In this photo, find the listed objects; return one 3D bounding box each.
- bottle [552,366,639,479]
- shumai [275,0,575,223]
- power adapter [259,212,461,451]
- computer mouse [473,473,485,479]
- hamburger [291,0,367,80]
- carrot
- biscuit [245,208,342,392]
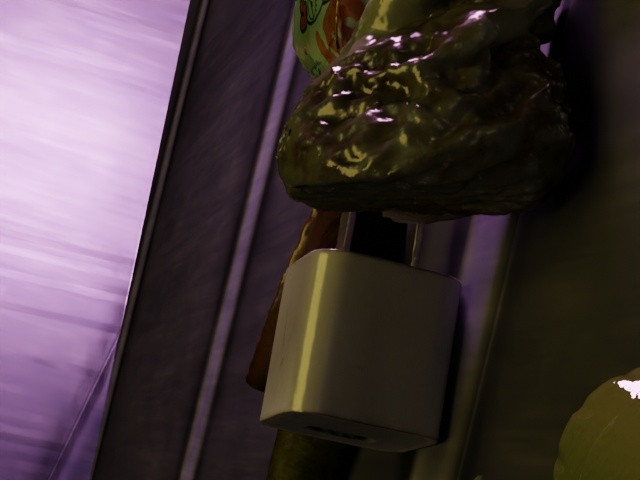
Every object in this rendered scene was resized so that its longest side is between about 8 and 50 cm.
[{"bbox_3d":[0.185,0.134,0.659,0.260,0.112,0.112,-134,59,-74],"label":"bottle"},{"bbox_3d":[0.079,-0.121,1.173,0.256,0.189,0.218,-3,73,64],"label":"shumai"},{"bbox_3d":[0.038,0.057,1.291,0.125,0.130,0.204,143,140,-69],"label":"power adapter"},{"bbox_3d":[0.029,0.312,1.128,0.389,0.115,0.199,-58,35,18],"label":"computer mouse"},{"bbox_3d":[0.040,-0.263,1.595,0.214,0.125,0.235,-161,71,-66],"label":"hamburger"},{"bbox_3d":[-0.013,0.200,1.479,0.074,0.074,0.358,-108,33,-65],"label":"carrot"},{"bbox_3d":[0.000,0.000,1.543,0.318,0.040,0.317,23,-90,-89],"label":"biscuit"}]
